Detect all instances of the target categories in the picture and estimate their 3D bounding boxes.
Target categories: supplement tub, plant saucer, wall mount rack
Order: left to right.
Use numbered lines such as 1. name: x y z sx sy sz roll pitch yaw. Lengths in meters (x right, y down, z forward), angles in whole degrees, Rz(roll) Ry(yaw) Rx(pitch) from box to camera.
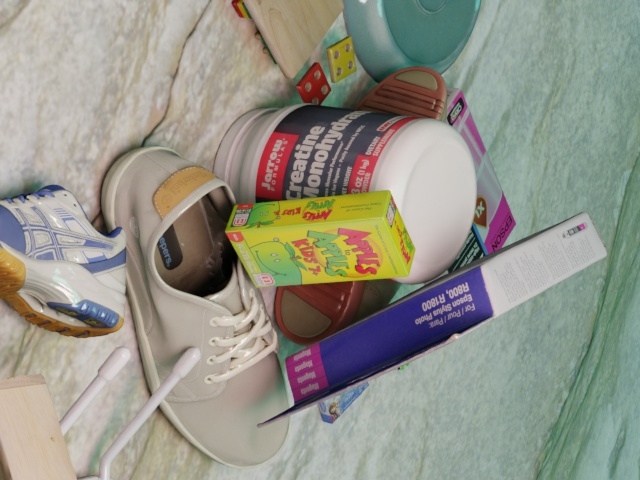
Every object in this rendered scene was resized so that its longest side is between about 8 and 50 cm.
1. wall mount rack: -0.222 0.261 1.482 0.350 0.131 0.304 17 73 -75
2. supplement tub: 0.028 -0.060 1.681 0.191 0.272 0.191 -17 111 -50
3. plant saucer: 0.140 -0.359 1.944 0.318 0.044 0.317 -17 112 -50

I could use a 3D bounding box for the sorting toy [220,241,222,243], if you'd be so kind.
1. sorting toy: -0.132 0.022 1.709 0.083 0.012 0.062 -57 138 -27

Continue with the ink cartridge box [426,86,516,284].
1. ink cartridge box: 0.196 -0.033 2.085 0.175 0.069 0.371 -56 139 -28

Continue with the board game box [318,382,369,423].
1. board game box: 0.025 0.188 1.950 0.090 0.020 0.090 -43 129 -38

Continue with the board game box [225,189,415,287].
1. board game box: 0.000 0.000 1.531 0.043 0.181 0.092 -73 149 -41

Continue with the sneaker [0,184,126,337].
1. sneaker: -0.306 -0.005 1.426 0.296 0.112 0.130 36 53 -52

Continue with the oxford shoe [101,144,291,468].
1. oxford shoe: -0.121 0.097 1.637 0.169 0.130 0.449 -39 128 -32

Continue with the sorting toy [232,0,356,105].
1. sorting toy: -0.040 -0.282 1.725 0.132 0.046 0.274 -57 137 -27

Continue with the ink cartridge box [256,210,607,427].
1. ink cartridge box: 0.119 0.088 1.641 0.330 0.324 0.071 -20 83 -49

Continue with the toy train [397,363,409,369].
1. toy train: 0.132 0.163 2.085 0.083 0.017 0.023 -35 114 -43

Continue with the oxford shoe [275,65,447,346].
1. oxford shoe: 0.069 -0.036 1.871 0.146 0.141 0.397 34 82 -57

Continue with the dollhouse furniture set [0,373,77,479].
1. dollhouse furniture set: -0.373 0.269 1.107 0.394 0.362 0.256 -2 67 -53
